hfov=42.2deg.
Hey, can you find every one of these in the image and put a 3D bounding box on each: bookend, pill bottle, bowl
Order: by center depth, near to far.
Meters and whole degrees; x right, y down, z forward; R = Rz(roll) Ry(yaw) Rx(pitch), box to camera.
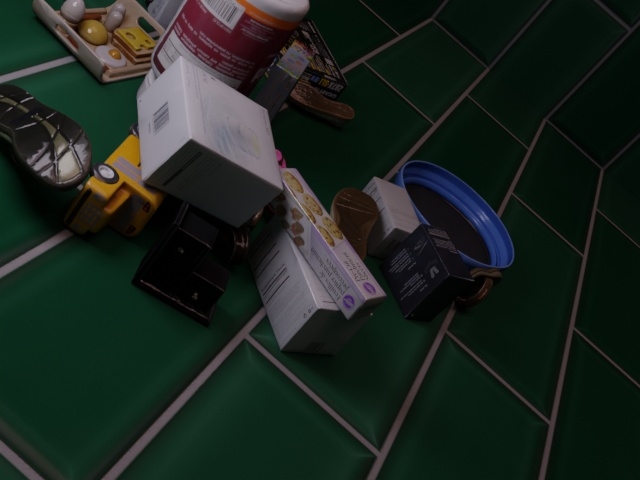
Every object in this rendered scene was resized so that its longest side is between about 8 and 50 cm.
[{"bbox_3d":[-0.213,0.042,1.419,0.157,0.156,0.072,33,31,-15],"label":"bookend"},{"bbox_3d":[-0.217,-0.407,1.755,0.224,0.392,0.224,28,34,-21],"label":"pill bottle"},{"bbox_3d":[0.353,-0.052,2.247,0.391,0.077,0.391,28,33,-20],"label":"bowl"}]

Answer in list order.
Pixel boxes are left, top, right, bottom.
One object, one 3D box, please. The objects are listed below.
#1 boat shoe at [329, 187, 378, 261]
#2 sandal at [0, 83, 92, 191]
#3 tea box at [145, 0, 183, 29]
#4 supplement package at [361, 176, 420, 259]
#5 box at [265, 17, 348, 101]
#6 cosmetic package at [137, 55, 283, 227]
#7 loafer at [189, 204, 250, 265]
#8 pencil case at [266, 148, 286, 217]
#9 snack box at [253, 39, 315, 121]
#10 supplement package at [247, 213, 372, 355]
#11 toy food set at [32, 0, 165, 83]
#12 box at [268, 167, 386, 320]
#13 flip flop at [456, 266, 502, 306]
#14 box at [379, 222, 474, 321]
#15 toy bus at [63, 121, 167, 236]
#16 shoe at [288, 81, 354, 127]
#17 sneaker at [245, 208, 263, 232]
[{"bbox_3d":[0.058,-0.012,1.852,0.109,0.098,0.302,21,36,-6],"label":"boat shoe"},{"bbox_3d":[-0.490,-0.173,1.430,0.120,0.086,0.303,-30,52,-30],"label":"sandal"},{"bbox_3d":[-0.285,-0.689,2.209,0.329,0.220,0.323,13,40,-39],"label":"tea box"},{"bbox_3d":[0.162,-0.048,1.999,0.105,0.105,0.179,18,38,-32],"label":"supplement package"},{"bbox_3d":[-0.086,-0.559,2.407,0.257,0.079,0.322,9,43,-39],"label":"box"},{"bbox_3d":[-0.204,-0.180,1.533,0.225,0.138,0.224,28,36,-41],"label":"cosmetic package"},{"bbox_3d":[-0.212,-0.036,1.611,0.078,0.080,0.220,-7,49,-39],"label":"loafer"},{"bbox_3d":[-0.086,-0.111,1.823,0.098,0.095,0.209,-20,61,-17],"label":"pencil case"},{"bbox_3d":[-0.102,-0.387,2.071,0.070,0.174,0.207,34,32,-6],"label":"snack box"},{"bbox_3d":[-0.027,0.081,1.596,0.139,0.134,0.244,11,42,-38],"label":"supplement package"},{"bbox_3d":[-0.465,-0.473,1.858,0.220,0.092,0.306,45,31,7],"label":"toy food set"},{"bbox_3d":[0.000,0.000,1.535,0.067,0.063,0.324,-6,54,-47],"label":"box"},{"bbox_3d":[0.374,0.122,2.038,0.277,0.112,0.080,0,64,-55],"label":"flip flop"},{"bbox_3d":[0.239,0.074,1.881,0.093,0.156,0.158,14,40,-40],"label":"box"},{"bbox_3d":[-0.341,-0.115,1.526,0.130,0.108,0.332,37,30,-11],"label":"toy bus"},{"bbox_3d":[-0.012,-0.368,2.275,0.219,0.058,0.076,22,56,-23],"label":"shoe"},{"bbox_3d":[-0.143,-0.071,1.711,0.069,0.084,0.185,33,32,-14],"label":"sneaker"}]
